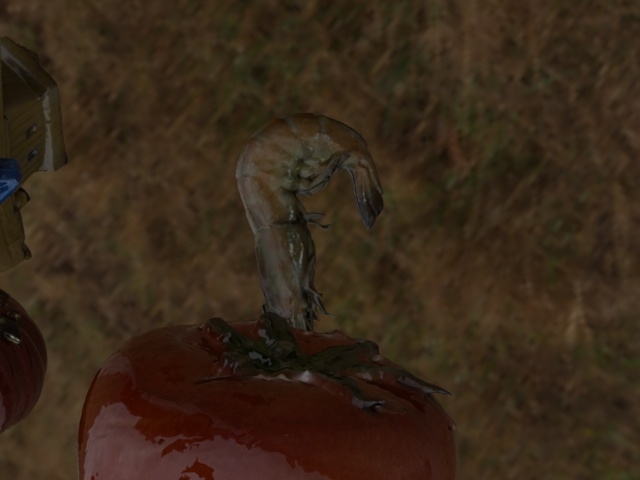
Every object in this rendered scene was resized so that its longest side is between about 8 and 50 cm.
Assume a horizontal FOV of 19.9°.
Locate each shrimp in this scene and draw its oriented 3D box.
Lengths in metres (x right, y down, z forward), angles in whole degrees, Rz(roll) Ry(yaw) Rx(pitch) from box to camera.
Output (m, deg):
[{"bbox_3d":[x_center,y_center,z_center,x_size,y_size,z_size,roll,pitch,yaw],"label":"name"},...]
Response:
[{"bbox_3d":[0.000,0.000,2.085,0.058,0.169,0.296,-179,80,-78],"label":"shrimp"}]

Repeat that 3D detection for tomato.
[{"bbox_3d":[-0.050,0.213,1.588,0.341,0.341,0.273,17,107,35],"label":"tomato"}]

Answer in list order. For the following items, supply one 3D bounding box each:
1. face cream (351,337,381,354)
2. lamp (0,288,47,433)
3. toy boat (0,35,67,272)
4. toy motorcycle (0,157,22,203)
[{"bbox_3d":[0.014,0.245,1.772,0.144,0.291,0.071,-13,168,42],"label":"face cream"},{"bbox_3d":[-0.419,0.128,2.053,0.227,0.227,0.227,29,152,17],"label":"lamp"},{"bbox_3d":[-0.255,-0.077,1.385,0.089,0.121,0.321,42,155,22],"label":"toy boat"},{"bbox_3d":[-0.330,-0.012,1.272,0.254,0.092,0.135,-25,142,22],"label":"toy motorcycle"}]
